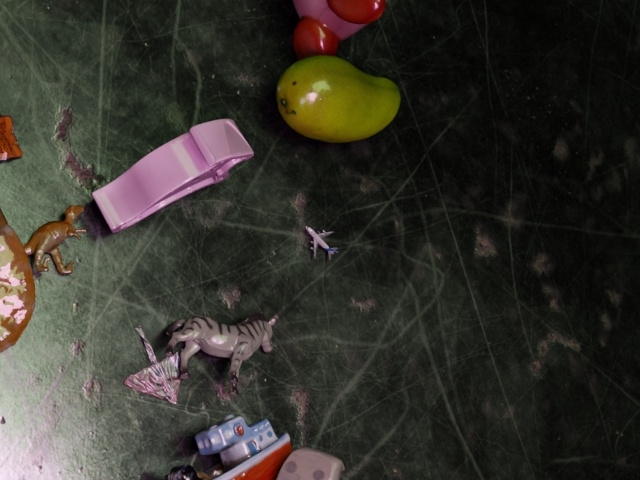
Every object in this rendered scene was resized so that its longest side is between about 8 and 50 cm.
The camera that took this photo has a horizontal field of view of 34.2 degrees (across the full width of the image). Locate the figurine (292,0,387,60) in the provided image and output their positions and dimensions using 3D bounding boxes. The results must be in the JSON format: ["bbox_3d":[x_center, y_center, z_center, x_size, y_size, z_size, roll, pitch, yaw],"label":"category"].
[{"bbox_3d":[0.035,-0.529,2.165,0.211,0.269,0.261,43,48,-8],"label":"figurine"}]

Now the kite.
[{"bbox_3d":[-0.292,0.222,1.846,0.139,0.011,0.157,-25,89,-38],"label":"kite"}]

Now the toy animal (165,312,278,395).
[{"bbox_3d":[-0.178,0.182,1.895,0.216,0.073,0.176,22,50,-18],"label":"toy animal"}]

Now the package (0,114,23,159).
[{"bbox_3d":[-0.567,-0.174,1.782,0.110,0.033,0.077,-14,73,-40],"label":"package"}]

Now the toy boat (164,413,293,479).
[{"bbox_3d":[-0.204,0.397,1.761,0.331,0.145,0.133,-24,88,-42],"label":"toy boat"}]

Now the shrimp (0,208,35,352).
[{"bbox_3d":[-0.634,-0.008,1.665,0.272,0.085,0.445,-24,90,-29],"label":"shrimp"}]

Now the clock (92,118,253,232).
[{"bbox_3d":[-0.255,-0.124,1.887,0.080,0.275,0.290,60,18,0],"label":"clock"}]

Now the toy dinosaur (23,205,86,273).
[{"bbox_3d":[-0.481,-0.004,1.783,0.162,0.039,0.126,3,74,-25],"label":"toy dinosaur"}]

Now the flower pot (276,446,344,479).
[{"bbox_3d":[-0.046,0.556,1.748,0.368,0.164,0.254,-60,147,-32],"label":"flower pot"}]

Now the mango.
[{"bbox_3d":[0.038,-0.286,2.132,0.293,0.143,0.175,2,114,-37],"label":"mango"}]

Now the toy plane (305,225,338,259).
[{"bbox_3d":[-0.001,0.001,2.095,0.084,0.024,0.078,40,58,-8],"label":"toy plane"}]
